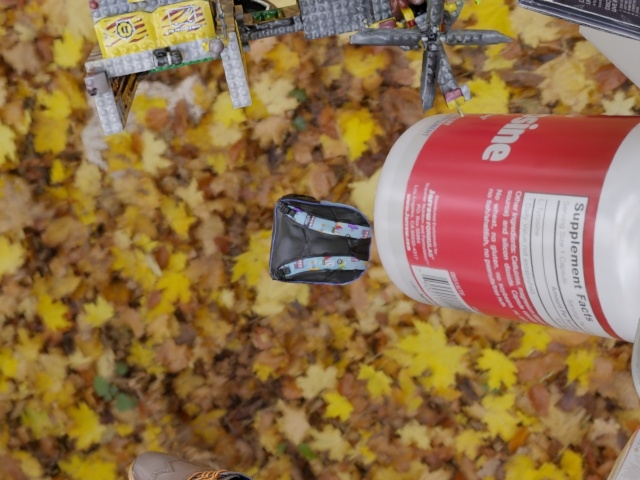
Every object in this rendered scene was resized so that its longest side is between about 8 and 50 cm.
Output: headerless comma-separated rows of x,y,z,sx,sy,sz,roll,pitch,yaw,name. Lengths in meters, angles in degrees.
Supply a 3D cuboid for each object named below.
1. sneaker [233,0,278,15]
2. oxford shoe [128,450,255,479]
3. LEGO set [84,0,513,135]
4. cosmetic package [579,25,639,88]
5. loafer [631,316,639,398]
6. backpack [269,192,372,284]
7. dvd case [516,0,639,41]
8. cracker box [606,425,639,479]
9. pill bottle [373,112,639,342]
-0.147,-0.360,1.442,0.189,0.071,0.066,16,82,5,sneaker
-0.185,0.437,1.692,0.364,0.130,0.132,18,129,24,oxford shoe
-0.044,-0.202,0.630,0.332,0.192,0.254,-4,113,-4,LEGO set
0.576,-0.279,1.407,0.197,0.155,0.365,-39,70,-2,cosmetic package
0.300,0.002,0.568,0.112,0.319,0.111,50,153,-1,loafer
0.000,0.000,1.709,0.174,0.117,0.158,5,97,-4,backpack
0.267,-0.209,0.731,0.221,0.164,0.018,16,151,0,dvd case
0.516,0.455,1.670,0.067,0.232,0.155,28,151,17,cracker box
0.275,-0.018,1.010,0.408,0.229,0.228,8,111,44,pill bottle
